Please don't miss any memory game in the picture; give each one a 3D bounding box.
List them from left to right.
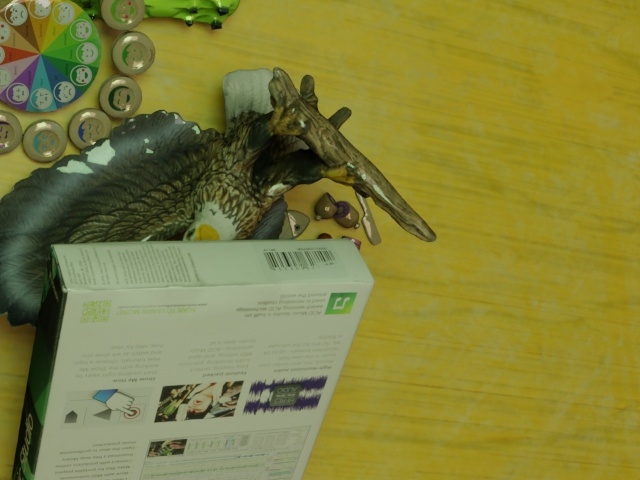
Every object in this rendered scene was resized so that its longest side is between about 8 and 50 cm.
[{"bbox_3d":[-0.222,-0.150,0.990,0.186,0.012,0.186,-9,117,-19],"label":"memory game"}]

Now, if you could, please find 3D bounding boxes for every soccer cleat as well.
[{"bbox_3d":[-0.154,-0.222,1.040,0.178,0.060,0.072,2,69,-23],"label":"soccer cleat"}]

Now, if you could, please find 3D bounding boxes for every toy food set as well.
[{"bbox_3d":[0.000,0.000,1.126,0.122,0.019,0.078,-25,100,-22],"label":"toy food set"}]

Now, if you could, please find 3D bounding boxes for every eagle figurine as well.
[{"bbox_3d":[-0.101,-0.006,1.004,0.298,0.225,0.226,-39,69,16],"label":"eagle figurine"}]

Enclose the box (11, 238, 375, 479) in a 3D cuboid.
[{"bbox_3d":[-0.112,0.137,0.957,0.232,0.058,0.322,0,128,-25],"label":"box"}]
